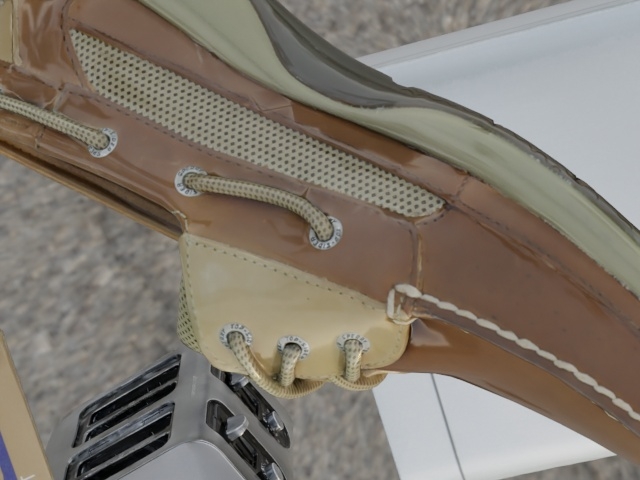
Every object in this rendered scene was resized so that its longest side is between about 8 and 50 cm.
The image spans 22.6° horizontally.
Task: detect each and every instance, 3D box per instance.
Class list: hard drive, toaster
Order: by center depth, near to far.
[{"bbox_3d":[0.182,-0.013,0.790,0.353,0.047,0.233,-14,109,11],"label":"hard drive"},{"bbox_3d":[-0.116,0.174,1.168,0.186,0.168,0.110,-30,109,12],"label":"toaster"}]

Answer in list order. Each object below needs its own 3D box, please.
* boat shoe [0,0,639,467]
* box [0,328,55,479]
[{"bbox_3d":[0.000,0.000,0.576,0.324,0.122,0.120,35,82,22],"label":"boat shoe"},{"bbox_3d":[-0.193,0.133,0.547,0.225,0.036,0.136,-22,100,-24],"label":"box"}]
